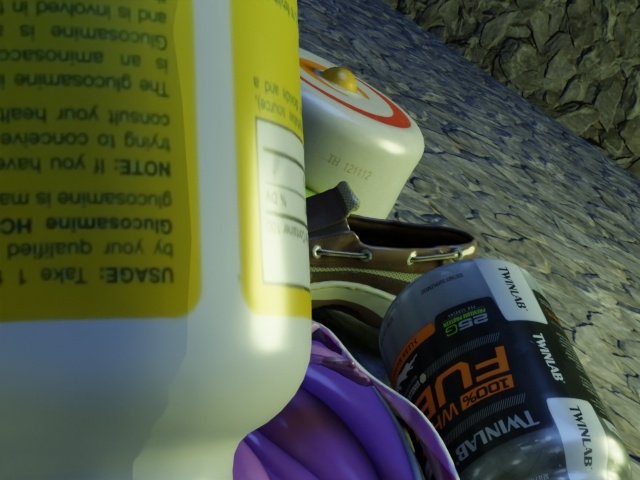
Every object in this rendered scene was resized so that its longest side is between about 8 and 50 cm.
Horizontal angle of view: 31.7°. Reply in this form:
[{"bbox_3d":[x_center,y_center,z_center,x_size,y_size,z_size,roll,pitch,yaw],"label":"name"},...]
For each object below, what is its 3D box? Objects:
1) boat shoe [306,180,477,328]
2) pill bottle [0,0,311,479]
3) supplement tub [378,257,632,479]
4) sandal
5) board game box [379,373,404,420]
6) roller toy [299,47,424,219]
[{"bbox_3d":[-0.002,-0.003,0.833,0.257,0.095,0.095,13,19,-22],"label":"boat shoe"},{"bbox_3d":[-0.100,-0.031,0.401,0.188,0.334,0.188,-3,-7,0],"label":"pill bottle"},{"bbox_3d":[0.113,0.112,0.686,0.117,0.117,0.190,19,33,-31],"label":"supplement tub"},{"bbox_3d":[0.007,0.112,0.571,0.169,0.102,0.416,24,19,-19],"label":"sandal"},{"bbox_3d":[0.102,0.110,0.848,0.103,0.026,0.154,32,18,3],"label":"board game box"},{"bbox_3d":[-0.015,-0.088,0.994,0.209,0.146,0.191,38,19,24],"label":"roller toy"}]
